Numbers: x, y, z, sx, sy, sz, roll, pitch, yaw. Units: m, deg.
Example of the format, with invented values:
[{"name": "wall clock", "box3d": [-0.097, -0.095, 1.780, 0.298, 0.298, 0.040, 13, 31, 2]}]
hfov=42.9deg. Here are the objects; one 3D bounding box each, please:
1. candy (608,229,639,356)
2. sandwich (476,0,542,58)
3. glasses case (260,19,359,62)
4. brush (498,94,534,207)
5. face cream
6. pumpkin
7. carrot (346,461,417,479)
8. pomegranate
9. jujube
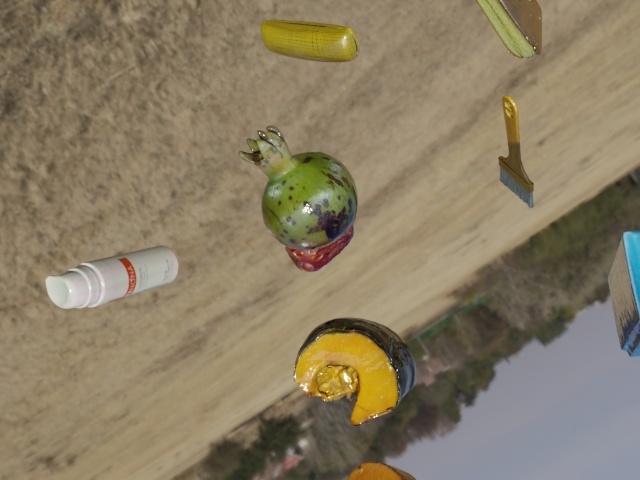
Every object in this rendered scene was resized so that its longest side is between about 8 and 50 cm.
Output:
[{"name": "candy", "box3d": [0.446, 0.033, 0.781, 0.305, 0.100, 0.157, -9, 159, 11]}, {"name": "sandwich", "box3d": [0.437, -0.538, 1.886, 0.088, 0.244, 0.090, -46, -164, -21]}, {"name": "glasses case", "box3d": [-0.025, -0.413, 1.689, 0.064, 0.234, 0.079, -52, 141, -32]}, {"name": "brush", "box3d": [0.368, -0.174, 1.551, 0.013, 0.103, 0.272, -33, 141, -8]}, {"name": "face cream", "box3d": [-0.463, 0.084, 1.833, 0.102, 0.102, 0.345, -39, 170, 28]}, {"name": "pumpkin", "box3d": [0.099, 0.333, 2.172, 0.256, 0.303, 0.225, -55, 171, 8]}, {"name": "carrot", "box3d": [0.139, 0.654, 1.906, 0.100, 0.259, 0.307, 16, 153, -23]}, {"name": "pomegranate", "box3d": [-0.047, -0.127, 1.869, 0.242, 0.306, 0.242, -30, -176, 2]}, {"name": "jujube", "box3d": [0.000, 0.000, 2.588, 0.230, 0.155, 0.155, -37, 172, -27]}]
